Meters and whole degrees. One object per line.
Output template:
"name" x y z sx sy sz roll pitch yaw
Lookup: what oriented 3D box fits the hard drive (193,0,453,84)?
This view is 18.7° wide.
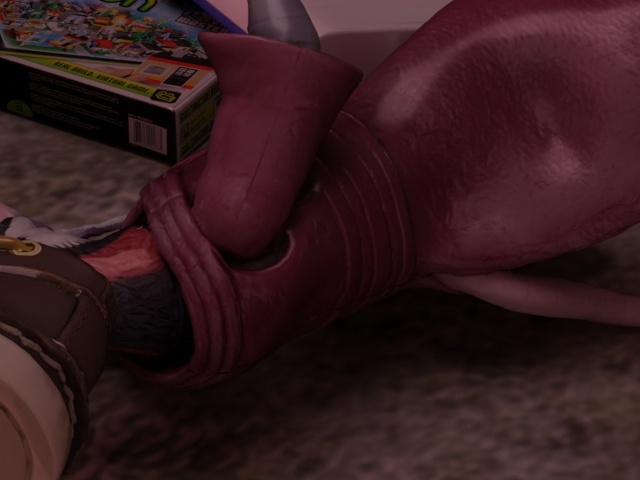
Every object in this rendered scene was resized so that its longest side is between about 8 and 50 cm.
"hard drive" -0.007 -0.177 1.174 0.210 0.040 0.319 -6 33 -34

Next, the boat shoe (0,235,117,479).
"boat shoe" -0.231 0.064 0.756 0.324 0.116 0.097 -10 30 23

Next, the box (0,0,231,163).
"box" -0.141 -0.111 1.118 0.207 0.036 0.114 18 38 22

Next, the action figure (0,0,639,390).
"action figure" 0.000 0.000 0.883 0.370 0.248 0.276 -27 71 -36
